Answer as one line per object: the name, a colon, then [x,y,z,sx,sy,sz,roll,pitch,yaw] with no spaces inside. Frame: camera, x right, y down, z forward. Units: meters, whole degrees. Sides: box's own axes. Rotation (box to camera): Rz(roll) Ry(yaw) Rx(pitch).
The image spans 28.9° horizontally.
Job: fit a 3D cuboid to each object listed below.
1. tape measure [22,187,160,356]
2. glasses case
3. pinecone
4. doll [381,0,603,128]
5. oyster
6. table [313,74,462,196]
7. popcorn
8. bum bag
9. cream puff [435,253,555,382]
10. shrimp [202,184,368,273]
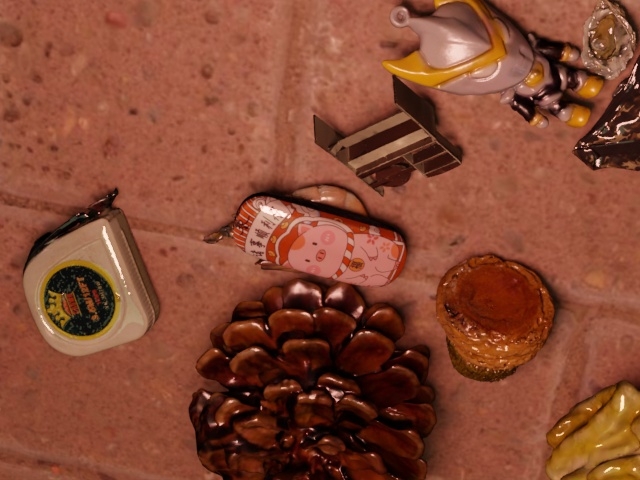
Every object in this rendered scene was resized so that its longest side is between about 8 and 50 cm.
tape measure: [-0.381,0.058,1.995,0.207,0.115,0.235,-17,101,15]
glasses case: [0.000,0.000,1.870,0.267,0.067,0.103,14,120,-11]
pinecone: [-0.002,0.274,1.901,0.398,0.397,0.397,3,113,8]
doll: [0.241,-0.254,1.763,0.316,0.103,0.145,24,110,-7]
oyster: [0.407,-0.286,1.763,0.098,0.037,0.100,45,135,9]
table: [0.100,-0.150,1.825,0.146,0.062,0.175,-23,142,31]
popcorn: [0.482,0.355,1.875,0.312,0.312,0.312,3,113,8]
bum bag: [0.465,-0.198,1.765,0.102,0.069,0.248,20,116,-32]
cream puff: [0.254,0.137,1.908,0.183,0.183,0.169,14,139,3]
shrimp: [-0.046,-0.006,1.940,0.254,0.059,0.145,-20,118,12]
